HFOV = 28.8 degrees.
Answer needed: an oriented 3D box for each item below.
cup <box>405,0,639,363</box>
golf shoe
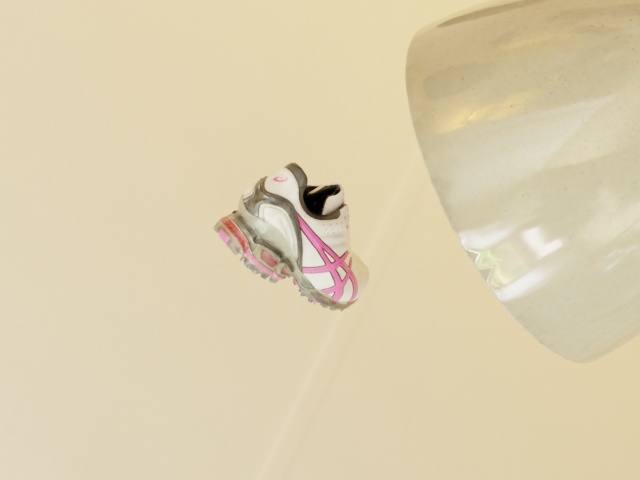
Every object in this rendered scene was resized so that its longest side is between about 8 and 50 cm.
[{"bbox_3d":[0.261,-0.092,1.048,0.331,0.237,0.331,38,-142,-37],"label":"cup"},{"bbox_3d":[0.000,0.000,0.957,0.086,0.067,0.186,-46,-29,8],"label":"golf shoe"}]
